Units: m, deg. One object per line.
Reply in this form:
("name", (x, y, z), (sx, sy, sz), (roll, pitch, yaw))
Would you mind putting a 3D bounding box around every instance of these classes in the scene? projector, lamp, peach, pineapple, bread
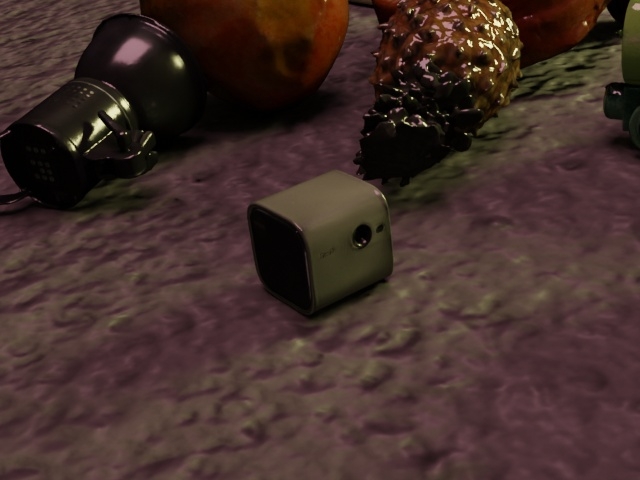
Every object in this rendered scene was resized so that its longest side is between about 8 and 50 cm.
("projector", (0.000, 0.000, 0.846), (0.082, 0.083, 0.083), (-25, 33, -29))
("lamp", (-0.227, -0.114, 1.079), (0.172, 0.147, 0.227), (11, 40, 22))
("peach", (-0.095, -0.255, 1.195), (0.235, 0.214, 0.214), (13, 13, -36))
("pineapple", (0.105, -0.146, 1.033), (0.158, 0.158, 0.278), (3, 33, 19))
("bread", (0.213, -0.308, 1.284), (0.295, 0.114, 0.327), (-1, 37, 35))

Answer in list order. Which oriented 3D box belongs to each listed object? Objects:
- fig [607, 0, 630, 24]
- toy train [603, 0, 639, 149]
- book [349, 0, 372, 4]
("fig", (0.424, -0.308, 1.354), (0.125, 0.089, 0.089), (11, 18, -29))
("toy train", (0.386, -0.153, 0.967), (0.253, 0.157, 0.105), (10, 32, 29))
("book", (0.162, -0.420, 1.672), (0.322, 0.018, 0.228), (-28, 33, -34))
